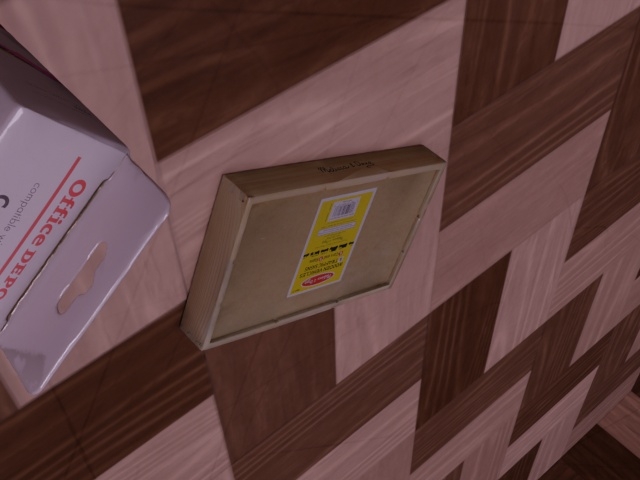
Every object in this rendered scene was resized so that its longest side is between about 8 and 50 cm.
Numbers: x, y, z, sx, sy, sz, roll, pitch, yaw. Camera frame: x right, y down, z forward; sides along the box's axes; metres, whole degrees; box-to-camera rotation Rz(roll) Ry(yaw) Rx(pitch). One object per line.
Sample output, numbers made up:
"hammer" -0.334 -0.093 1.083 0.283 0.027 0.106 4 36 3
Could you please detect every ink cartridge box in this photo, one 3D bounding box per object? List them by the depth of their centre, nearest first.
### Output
"ink cartridge box" -0.169 -0.034 0.383 0.115 0.198 0.067 -54 149 8

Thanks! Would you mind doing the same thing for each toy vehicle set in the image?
"toy vehicle set" 0.000 0.000 0.798 0.267 0.035 0.166 -13 135 -45
